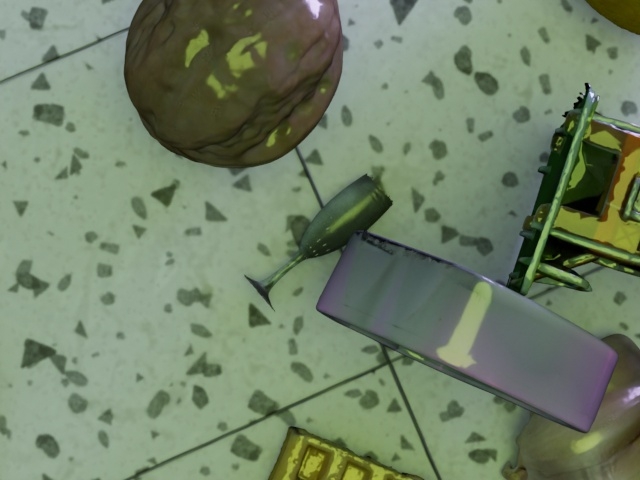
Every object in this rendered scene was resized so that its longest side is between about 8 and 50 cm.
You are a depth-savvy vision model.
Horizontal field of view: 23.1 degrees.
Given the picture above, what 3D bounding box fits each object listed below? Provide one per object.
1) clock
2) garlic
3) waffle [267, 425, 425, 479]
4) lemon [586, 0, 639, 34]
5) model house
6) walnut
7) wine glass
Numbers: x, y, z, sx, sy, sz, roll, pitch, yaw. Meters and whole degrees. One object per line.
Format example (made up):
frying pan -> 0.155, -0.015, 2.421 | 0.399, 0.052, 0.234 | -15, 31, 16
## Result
clock -> 0.166, 0.104, 1.776 | 0.338, 0.338, 0.102 | 26, 86, -6
garlic -> 0.344, 0.254, 1.917 | 0.228, 0.110, 0.217 | -37, 98, -5
waffle -> 0.032, 0.371, 1.909 | 0.248, 0.055, 0.221 | 23, 88, -6
lemon -> 0.411, -0.363, 1.846 | 0.267, 0.267, 0.267 | 0, 91, -6
model house -> 0.384, 0.004, 1.790 | 0.313, 0.358, 0.242 | 21, 86, 3
walnut -> -0.095, -0.210, 1.785 | 0.273, 0.273, 0.227 | -42, 61, -4
wine glass -> 0.000, 0.000, 1.895 | 0.198, 0.066, 0.066 | -40, 95, -4
